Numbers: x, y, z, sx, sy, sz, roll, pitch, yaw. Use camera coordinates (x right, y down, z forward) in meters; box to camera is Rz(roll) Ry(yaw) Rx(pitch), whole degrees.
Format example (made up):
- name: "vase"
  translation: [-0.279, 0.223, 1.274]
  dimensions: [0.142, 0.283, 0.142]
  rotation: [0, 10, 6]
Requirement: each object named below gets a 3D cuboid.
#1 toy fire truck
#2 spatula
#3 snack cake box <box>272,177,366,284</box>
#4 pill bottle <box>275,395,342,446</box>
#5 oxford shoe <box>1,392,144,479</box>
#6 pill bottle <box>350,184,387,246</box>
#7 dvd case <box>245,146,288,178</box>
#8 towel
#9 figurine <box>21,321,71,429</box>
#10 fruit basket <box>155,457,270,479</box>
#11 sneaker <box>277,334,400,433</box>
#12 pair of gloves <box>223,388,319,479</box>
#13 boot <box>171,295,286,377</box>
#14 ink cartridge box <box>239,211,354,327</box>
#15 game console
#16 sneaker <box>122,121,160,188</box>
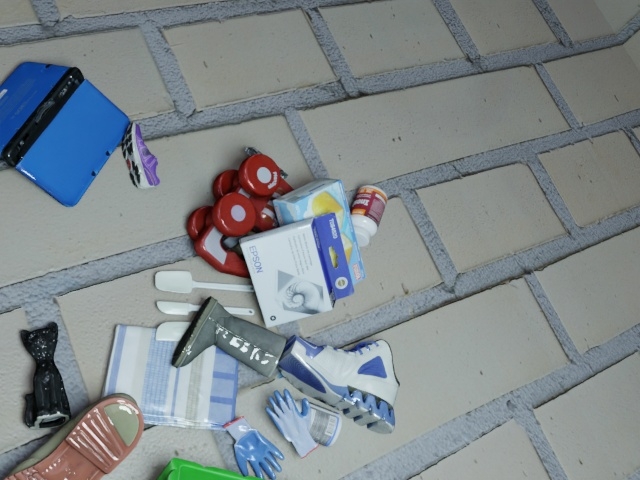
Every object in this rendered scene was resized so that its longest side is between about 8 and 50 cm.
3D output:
- name: "toy fire truck"
  translation: [-0.154, -0.040, 1.547]
  dimensions: [0.254, 0.169, 0.302]
  rotation: [42, 57, -21]
- name: "spatula"
  translation: [-0.254, 0.151, 1.469]
  dimensions: [0.241, 0.019, 0.168]
  rotation: [5, 56, -24]
- name: "snack cake box"
  translation: [0.000, 0.000, 1.542]
  dimensions: [0.152, 0.089, 0.265]
  rotation: [-30, 116, -32]
- name: "pill bottle"
  translation: [-0.028, 0.398, 1.428]
  dimensions: [0.137, 0.078, 0.078]
  rotation: [24, 60, -10]
- name: "oxford shoe"
  translation: [-0.491, 0.441, 1.198]
  dimensions: [0.397, 0.146, 0.140]
  rotation: [-39, 100, -13]
- name: "pill bottle"
  translation: [0.117, -0.064, 1.698]
  dimensions: [0.086, 0.086, 0.152]
  rotation: [26, 59, -9]
- name: "dvd case"
  translation: [-0.138, -0.199, 1.667]
  dimensions: [0.119, 0.087, 0.013]
  rotation: [40, 101, -2]
- name: "towel"
  translation: [-0.316, 0.296, 1.385]
  dimensions: [0.284, 0.034, 0.209]
  rotation: [11, 61, -19]
- name: "figurine"
  translation: [-0.610, 0.268, 1.256]
  dimensions: [0.214, 0.092, 0.210]
  rotation: [-6, 61, -24]
- name: "fruit basket"
  translation: [-0.198, 0.638, 1.187]
  dimensions: [0.391, 0.283, 0.392]
  rotation: [-2, 108, -7]
- name: "sneaker"
  translation: [0.062, 0.293, 1.498]
  dimensions: [0.315, 0.127, 0.182]
  rotation: [36, 54, -11]
- name: "pair of gloves"
  translation: [-0.098, 0.413, 1.369]
  dimensions: [0.198, 0.023, 0.159]
  rotation: [-31, 95, -3]
- name: "boot"
  translation: [-0.196, 0.243, 1.414]
  dimensions: [0.208, 0.076, 0.190]
  rotation: [39, 63, -18]
- name: "ink cartridge box"
  translation: [-0.045, 0.068, 1.453]
  dimensions: [0.223, 0.045, 0.223]
  rotation: [-17, 113, -4]
- name: "game console"
  translation: [-0.642, -0.253, 1.512]
  dimensions: [0.250, 0.173, 0.293]
  rotation: [12, 57, 19]
- name: "sneaker"
  translation: [-0.432, -0.204, 1.564]
  dimensions: [0.071, 0.068, 0.170]
  rotation: [-8, 78, -41]
